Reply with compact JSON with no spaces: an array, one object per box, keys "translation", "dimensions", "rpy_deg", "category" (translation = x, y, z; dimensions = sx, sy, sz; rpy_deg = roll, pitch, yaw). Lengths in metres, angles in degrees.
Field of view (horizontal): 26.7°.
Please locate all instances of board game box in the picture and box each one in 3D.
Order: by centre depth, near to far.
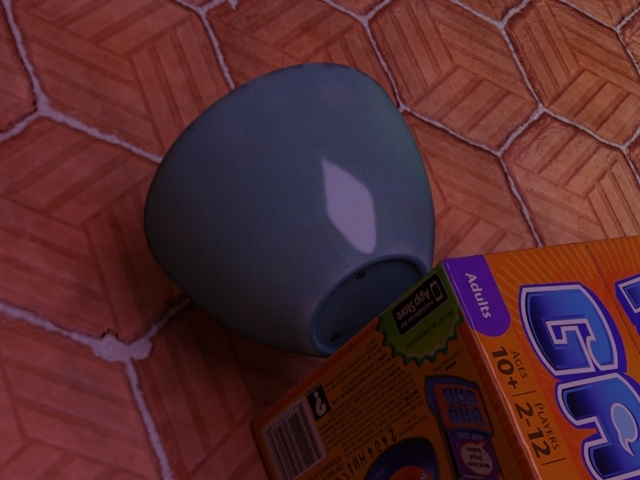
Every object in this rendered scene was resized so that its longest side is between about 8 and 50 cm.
[{"translation":[0.215,0.239,1.292],"dimensions":[0.356,0.356,0.356],"rpy_deg":[-5,64,-37],"category":"board game box"}]

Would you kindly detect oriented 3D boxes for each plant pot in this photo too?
[{"translation":[0.000,0.000,1.317],"dimensions":[0.290,0.290,0.195],"rpy_deg":[-4,42,-37],"category":"plant pot"}]
